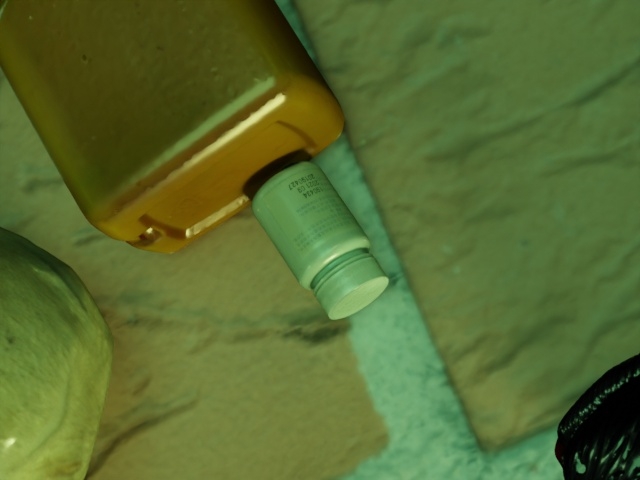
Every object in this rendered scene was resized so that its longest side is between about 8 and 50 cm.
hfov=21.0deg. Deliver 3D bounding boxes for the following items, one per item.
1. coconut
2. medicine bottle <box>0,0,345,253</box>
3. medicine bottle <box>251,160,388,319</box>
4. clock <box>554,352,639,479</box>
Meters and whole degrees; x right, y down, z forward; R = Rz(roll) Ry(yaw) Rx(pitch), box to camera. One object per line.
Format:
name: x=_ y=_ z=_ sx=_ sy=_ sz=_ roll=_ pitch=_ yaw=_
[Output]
coconut: x=-0.232 y=0.081 z=0.959 sx=0.224 sy=0.224 sz=0.224 roll=-3 pitch=79 yaw=18
medicine bottle: x=-0.104 y=-0.121 z=0.996 sx=0.149 sy=0.112 sz=0.222 roll=-34 pitch=71 yaw=10
medicine bottle: x=0.000 y=0.000 z=0.974 sx=0.047 sy=0.047 sz=0.083 roll=-37 pitch=72 yaw=8
clock: x=0.232 y=0.102 z=0.852 sx=0.194 sy=0.100 sz=0.195 roll=45 pitch=103 yaw=20
